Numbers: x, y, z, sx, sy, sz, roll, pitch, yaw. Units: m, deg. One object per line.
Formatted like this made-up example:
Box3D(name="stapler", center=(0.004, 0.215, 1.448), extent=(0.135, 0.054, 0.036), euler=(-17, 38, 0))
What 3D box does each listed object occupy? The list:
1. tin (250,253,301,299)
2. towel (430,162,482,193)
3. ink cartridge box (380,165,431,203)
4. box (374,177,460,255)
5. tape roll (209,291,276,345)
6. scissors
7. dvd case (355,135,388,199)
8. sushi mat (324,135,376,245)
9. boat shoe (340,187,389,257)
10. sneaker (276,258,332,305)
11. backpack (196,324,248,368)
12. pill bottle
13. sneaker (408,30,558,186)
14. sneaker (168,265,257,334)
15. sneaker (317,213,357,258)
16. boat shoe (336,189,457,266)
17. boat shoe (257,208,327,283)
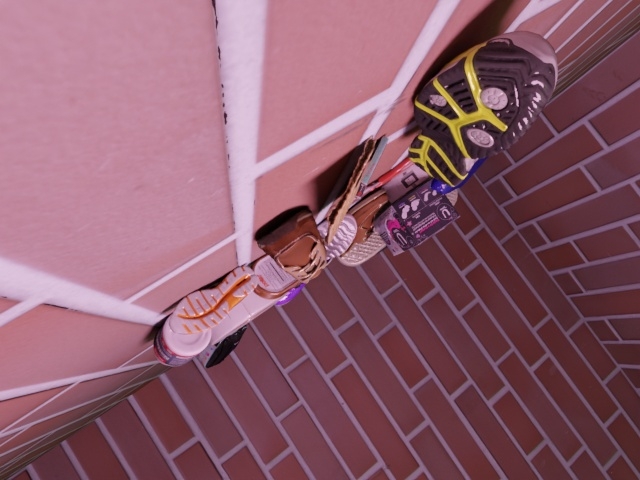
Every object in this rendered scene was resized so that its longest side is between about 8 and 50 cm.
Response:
Box3D(name="tin", center=(-0.090, 0.068, 1.039), extent=(0.189, 0.106, 0.040), euler=(-32, 166, -34))
Box3D(name="towel", center=(0.423, -0.268, 1.128), extent=(0.227, 0.076, 0.308), euler=(-22, 152, -54))
Box3D(name="ink cartridge box", center=(0.274, -0.183, 1.275), extent=(0.180, 0.060, 0.104), euler=(-35, 174, 11))
Box3D(name="box", center=(0.281, -0.061, 1.298), extent=(0.163, 0.142, 0.247), euler=(-34, 175, -11))
Box3D(name="tape roll", center=(-0.240, 0.201, 1.300), extent=(0.286, 0.100, 0.286), euler=(-34, 174, -4))
Box3D(name="scissors", center=(0.140, -0.138, 1.074), extent=(0.297, 0.021, 0.109), euler=(-35, 176, -10))
Box3D(name="dvd case", center=(0.088, -0.123, 0.742), extent=(0.087, 0.013, 0.119), euler=(-64, 176, -6))
Box3D(name="sushi mat", center=(0.047, -0.074, 0.789), extent=(0.152, 0.019, 0.316), euler=(-61, 177, -6))
Box3D(name="boat shoe", center=(0.123, -0.048, 1.301), extent=(0.110, 0.105, 0.307), euler=(-30, 172, -37))
Box3D(name="sneaker", center=(-0.067, 0.096, 1.449), extent=(0.293, 0.102, 0.146), euler=(-44, 173, -18))
Box3D(name="backpack", center=(-0.374, 0.356, 1.517), extent=(0.165, 0.144, 0.189), euler=(-29, 149, -57))
Box3D(name="pill bottle", center=(-0.336, 0.239, 1.006), extent=(0.108, 0.108, 0.180), euler=(-30, 172, -41))
Box3D(name="sneaker", center=(0.227, -0.204, 0.630), extent=(0.147, 0.145, 0.385), euler=(-55, 178, -3))
Box3D(name="sneaker", center=(-0.231, 0.137, 0.920), extent=(0.214, 0.084, 0.083), euler=(-32, 178, -39))
Box3D(name="sneaker", center=(0.000, 0.000, 1.200), extent=(0.281, 0.105, 0.115), euler=(-42, -159, 39))
Box3D(name="boat shoe", center=(0.259, -0.078, 1.518), extent=(0.499, 0.187, 0.156), euler=(-33, -177, -4))
Box3D(name="boat shoe", center=(-0.035, 0.021, 0.875), extent=(0.122, 0.120, 0.324), euler=(-35, 175, 3))
